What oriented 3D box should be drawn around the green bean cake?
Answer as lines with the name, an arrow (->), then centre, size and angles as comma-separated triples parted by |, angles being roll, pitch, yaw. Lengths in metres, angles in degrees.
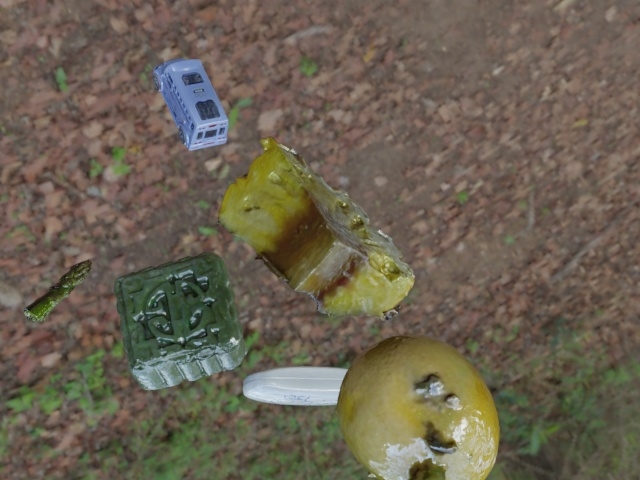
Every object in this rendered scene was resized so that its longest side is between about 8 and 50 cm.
green bean cake -> -0.218, 0.123, 1.495 | 0.183, 0.185, 0.094 | -14, 154, -3

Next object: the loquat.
loquat -> 0.098, 0.181, 0.947 | 0.149, 0.204, 0.172 | -28, 111, 9

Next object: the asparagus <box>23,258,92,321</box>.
asparagus -> -0.417, 0.077, 1.554 | 0.036, 0.165, 0.030 | -2, 120, 25

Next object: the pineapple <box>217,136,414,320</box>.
pineapple -> 0.000, 0.000, 1.033 | 0.114, 0.236, 0.186 | -55, 178, 17

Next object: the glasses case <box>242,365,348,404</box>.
glasses case -> -0.014, 0.209, 1.382 | 0.197, 0.049, 0.076 | 5, 156, -23

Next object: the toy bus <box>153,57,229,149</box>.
toy bus -> -0.202, -0.227, 1.514 | 0.073, 0.167, 0.076 | -17, 155, -25
